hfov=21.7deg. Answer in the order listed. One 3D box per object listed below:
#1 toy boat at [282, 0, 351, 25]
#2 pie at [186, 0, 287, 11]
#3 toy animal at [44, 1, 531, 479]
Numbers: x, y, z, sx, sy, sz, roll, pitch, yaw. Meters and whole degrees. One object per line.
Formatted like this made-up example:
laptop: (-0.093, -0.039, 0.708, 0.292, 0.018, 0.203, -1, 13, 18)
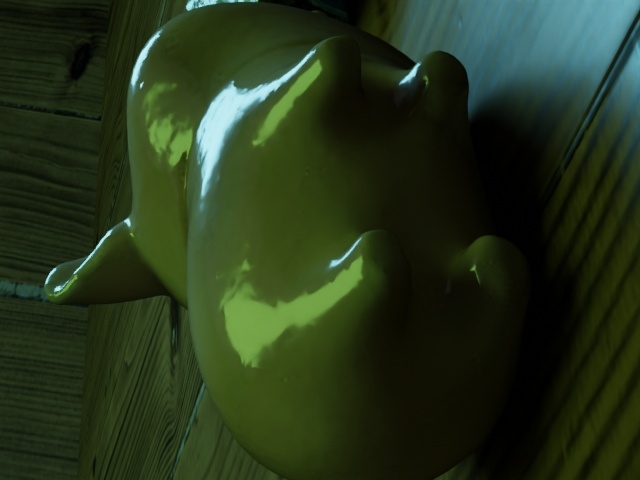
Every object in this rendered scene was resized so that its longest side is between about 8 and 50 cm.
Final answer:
toy boat: (-0.014, -0.166, 1.366, 0.061, 0.060, 0.137, -63, 9, -22)
pie: (-0.034, -0.258, 1.372, 0.257, 0.105, 0.274, -76, 13, -46)
toy animal: (0.000, 0.000, 0.917, 0.269, 0.237, 0.326, -52, 33, 44)
